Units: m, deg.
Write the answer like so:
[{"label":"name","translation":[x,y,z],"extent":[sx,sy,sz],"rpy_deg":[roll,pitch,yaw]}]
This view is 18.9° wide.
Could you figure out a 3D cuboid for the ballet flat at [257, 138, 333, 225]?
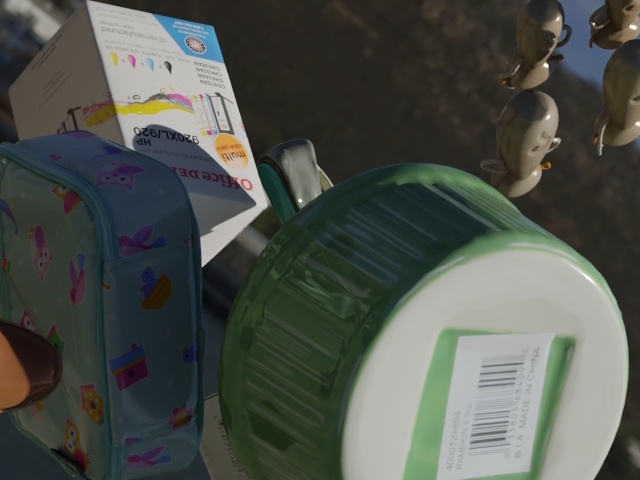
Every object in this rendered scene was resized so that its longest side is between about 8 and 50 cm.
[{"label":"ballet flat","translation":[0.000,0.000,1.904],"extent":[0.072,0.068,0.213],"rpy_deg":[12,-55,56]}]

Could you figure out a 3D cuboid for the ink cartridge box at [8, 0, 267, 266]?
[{"label":"ink cartridge box","translation":[-0.191,-0.095,1.982],"extent":[0.171,0.168,0.233],"rpy_deg":[7,54,-40]}]

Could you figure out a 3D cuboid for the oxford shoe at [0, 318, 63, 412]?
[{"label":"oxford shoe","translation":[-0.265,0.076,1.312],"extent":[0.212,0.076,0.076],"rpy_deg":[12,-19,-33]}]

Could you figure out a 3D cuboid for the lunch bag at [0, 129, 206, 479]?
[{"label":"lunch bag","translation":[-0.195,0.057,1.585],"extent":[0.108,0.279,0.224],"rpy_deg":[-14,25,-35]}]

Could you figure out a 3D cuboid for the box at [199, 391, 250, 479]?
[{"label":"box","translation":[-0.044,0.196,1.981],"extent":[0.275,0.094,0.113],"rpy_deg":[-1,68,-78]}]

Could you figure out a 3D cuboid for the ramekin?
[{"label":"ramekin","translation":[0.088,0.105,1.462],"extent":[0.303,0.303,0.148],"rpy_deg":[39,-5,-35]}]

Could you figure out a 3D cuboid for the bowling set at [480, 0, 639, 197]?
[{"label":"bowling set","translation":[0.250,-0.185,1.767],"extent":[0.154,0.287,0.200],"rpy_deg":[91,-22,-66]}]
